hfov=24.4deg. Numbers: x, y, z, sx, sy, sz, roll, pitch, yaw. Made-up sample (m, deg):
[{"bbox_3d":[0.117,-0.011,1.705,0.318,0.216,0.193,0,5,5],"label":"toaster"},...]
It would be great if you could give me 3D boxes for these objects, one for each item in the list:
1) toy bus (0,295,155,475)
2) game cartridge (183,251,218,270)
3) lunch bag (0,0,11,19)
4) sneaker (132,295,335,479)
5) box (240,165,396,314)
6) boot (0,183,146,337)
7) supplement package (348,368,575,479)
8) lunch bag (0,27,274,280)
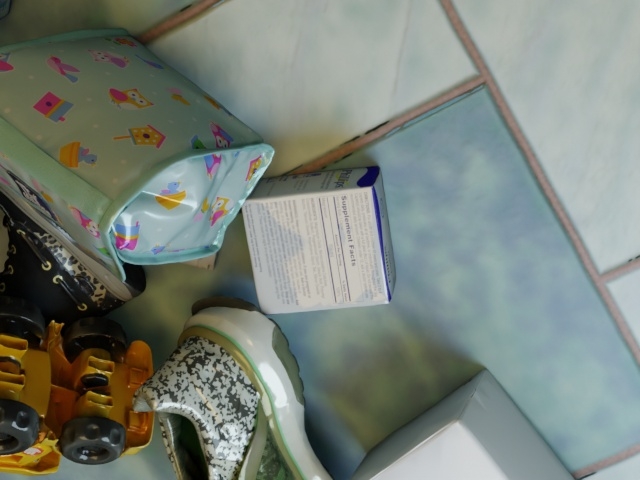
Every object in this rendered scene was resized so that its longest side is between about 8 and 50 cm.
[{"bbox_3d":[-0.304,0.180,1.525,0.220,0.149,0.211,13,140,-23],"label":"toy bus"},{"bbox_3d":[-0.146,-0.005,1.546,0.083,0.017,0.056,16,114,3],"label":"game cartridge"},{"bbox_3d":[-0.355,-0.273,1.423,0.096,0.129,0.151,-13,109,18],"label":"lunch bag"},{"bbox_3d":[-0.087,0.272,1.521,0.158,0.182,0.410,-5,112,48],"label":"sneaker"},{"bbox_3d":[0.000,0.000,1.493,0.137,0.072,0.126,-5,108,12],"label":"box"},{"bbox_3d":[-0.321,0.021,1.539,0.178,0.085,0.236,-40,108,20],"label":"boot"},{"bbox_3d":[0.178,0.312,1.498,0.175,0.177,0.293,-38,89,20],"label":"supplement package"},{"bbox_3d":[-0.205,-0.083,1.367,0.223,0.262,0.160,37,112,16],"label":"lunch bag"}]
